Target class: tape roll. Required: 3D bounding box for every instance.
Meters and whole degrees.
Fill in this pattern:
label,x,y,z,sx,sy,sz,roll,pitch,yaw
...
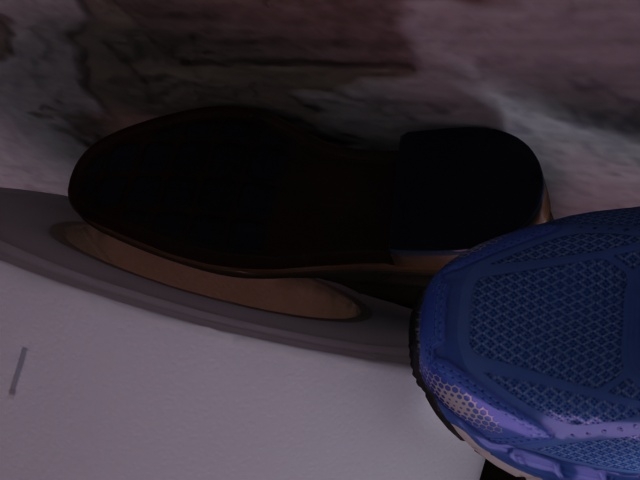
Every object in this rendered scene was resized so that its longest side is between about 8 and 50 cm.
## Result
label,x,y,z,sx,sy,sz,roll,pitch,yaw
tape roll,-0.062,0.058,0.776,0.286,0.100,0.286,16,-172,-2

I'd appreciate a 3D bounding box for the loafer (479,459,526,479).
label,x,y,z,sx,sy,sz,roll,pitch,yaw
loafer,0.226,0.112,0.874,0.365,0.134,0.130,-7,124,29

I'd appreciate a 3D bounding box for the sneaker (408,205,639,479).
label,x,y,z,sx,sy,sz,roll,pitch,yaw
sneaker,0.193,0.021,0.605,0.330,0.130,0.147,-2,156,11

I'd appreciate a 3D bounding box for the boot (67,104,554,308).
label,x,y,z,sx,sy,sz,roll,pitch,yaw
boot,0.000,0.000,0.768,0.219,0.082,0.106,6,155,21
